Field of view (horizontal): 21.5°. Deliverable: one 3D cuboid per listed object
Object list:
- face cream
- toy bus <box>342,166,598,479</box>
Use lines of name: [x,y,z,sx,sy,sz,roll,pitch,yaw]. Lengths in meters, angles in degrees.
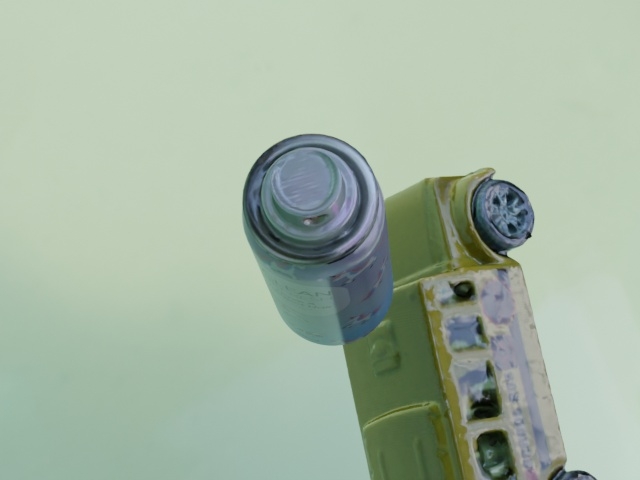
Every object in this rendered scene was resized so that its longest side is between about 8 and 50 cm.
face cream: [0.000,0.000,0.906,0.229,0.075,0.075,73,-3,-74]
toy bus: [0.095,0.124,1.122,0.123,0.121,0.336,-4,76,-36]
